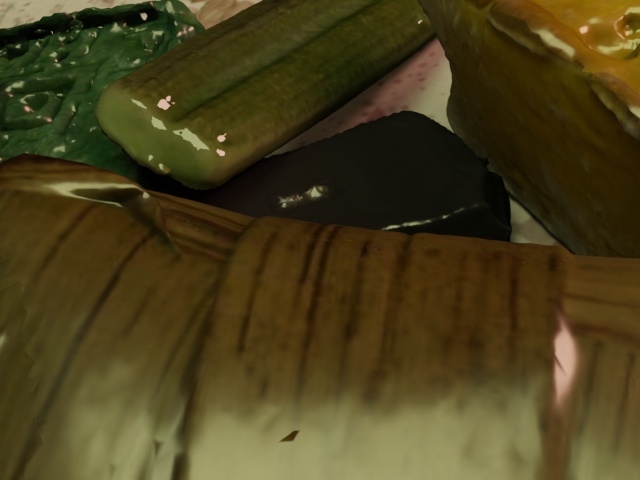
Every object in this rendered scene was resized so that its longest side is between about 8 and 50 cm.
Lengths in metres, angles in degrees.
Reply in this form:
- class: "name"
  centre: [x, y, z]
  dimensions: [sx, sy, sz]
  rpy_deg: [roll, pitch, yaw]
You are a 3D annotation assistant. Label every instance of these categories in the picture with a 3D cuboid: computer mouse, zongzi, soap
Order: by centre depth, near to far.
- class: "zongzi"
  centre: [0.066, 0.221, 0.331]
  dimensions: [0.500, 0.218, 0.466]
  rpy_deg: [6, 68, 15]
- class: "soap"
  centre: [0.264, -0.117, 0.594]
  dimensions: [0.339, 0.169, 0.304]
  rpy_deg: [-29, 42, -9]
- class: "computer mouse"
  centre: [0.000, 0.000, 0.634]
  dimensions: [0.217, 0.073, 0.122]
  rpy_deg: [-17, 43, -8]

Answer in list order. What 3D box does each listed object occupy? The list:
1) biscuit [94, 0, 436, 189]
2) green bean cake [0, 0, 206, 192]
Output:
- class: "biscuit"
  centre: [-0.011, -0.122, 0.713]
  dimensions: [0.099, 0.038, 0.322]
  rpy_deg: [30, 40, 18]
- class: "green bean cake"
  centre: [-0.165, -0.056, 0.733]
  dimensions: [0.194, 0.107, 0.208]
  rpy_deg: [-4, 45, 15]
